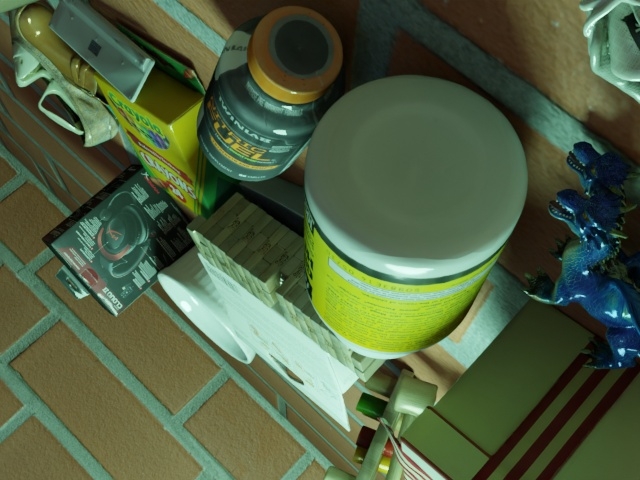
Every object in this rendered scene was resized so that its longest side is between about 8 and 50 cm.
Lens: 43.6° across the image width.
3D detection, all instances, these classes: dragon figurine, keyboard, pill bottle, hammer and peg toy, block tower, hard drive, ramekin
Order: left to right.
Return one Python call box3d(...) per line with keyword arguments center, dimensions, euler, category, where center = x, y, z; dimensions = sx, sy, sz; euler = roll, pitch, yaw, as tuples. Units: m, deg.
box3d(center=(-0.340, -0.303, 1.225), dimensions=(0.256, 0.072, 0.014), euler=(42, -156, 30), category="keyboard")
box3d(center=(-0.209, 0.125, 1.737), dimensions=(0.277, 0.135, 0.277), euler=(39, 161, 16), category="ramekin")
box3d(center=(-0.052, -0.153, 0.842), dimensions=(0.130, 0.130, 0.246), euler=(47, 161, -3), category="pill bottle")
box3d(center=(-0.039, 0.054, 1.130), dimensions=(0.335, 0.097, 0.091), euler=(33, 157, 29), category="block tower")
box3d(center=(0.000, 0.000, 1.164), dimensions=(0.255, 0.054, 0.172), euler=(30, 156, 38), category="hard drive")
box3d(center=(0.096, 0.357, 1.373), dimensions=(0.127, 0.266, 0.361), euler=(22, 157, 11), category="hammer and peg toy")
box3d(center=(0.076, 0.004, 0.799), dimensions=(0.188, 0.188, 0.334), euler=(41, 160, 16), category="pill bottle")
box3d(center=(0.265, 0.053, 0.654), dimensions=(0.289, 0.085, 0.144), euler=(49, 162, -5), category="dragon figurine")

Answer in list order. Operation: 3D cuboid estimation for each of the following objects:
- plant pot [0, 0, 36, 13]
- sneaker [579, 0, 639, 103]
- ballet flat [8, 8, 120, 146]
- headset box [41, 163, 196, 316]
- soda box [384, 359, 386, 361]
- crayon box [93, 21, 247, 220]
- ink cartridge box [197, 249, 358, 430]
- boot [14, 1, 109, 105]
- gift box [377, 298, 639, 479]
box3d(center=(-0.334, -0.321, 0.701), dimensions=(0.323, 0.280, 0.323), euler=(17, 140, 14), category="plant pot")
box3d(center=(0.168, -0.153, 0.392), dimensions=(0.292, 0.118, 0.110), euler=(54, 162, -17), category="sneaker")
box3d(center=(-0.530, -0.315, 1.573), dimensions=(0.316, 0.106, 0.107), euler=(50, 161, -9), category="ballet flat")
box3d(center=(-0.443, 0.006, 1.757), dimensions=(0.218, 0.293, 0.110), euler=(54, 160, -24), category="headset box")
box3d(center=(0.005, 0.110, 1.333), dimensions=(0.263, 0.083, 0.092), euler=(39, 158, 23), category="soda box")
box3d(center=(-0.239, -0.173, 1.282), dimensions=(0.202, 0.081, 0.318), euler=(35, 158, 32), category="crayon box")
box3d(center=(-0.053, 0.146, 1.298), dimensions=(0.296, 0.066, 0.261), euler=(34, 156, 32), category="ink cartridge box")
box3d(center=(-0.443, -0.330, 1.417), dimensions=(0.152, 0.073, 0.197), euler=(39, 172, 24), category="boot")
box3d(center=(0.220, 0.248, 0.885), dimensions=(0.276, 0.258, 0.255), euler=(34, 157, 30), category="gift box")
